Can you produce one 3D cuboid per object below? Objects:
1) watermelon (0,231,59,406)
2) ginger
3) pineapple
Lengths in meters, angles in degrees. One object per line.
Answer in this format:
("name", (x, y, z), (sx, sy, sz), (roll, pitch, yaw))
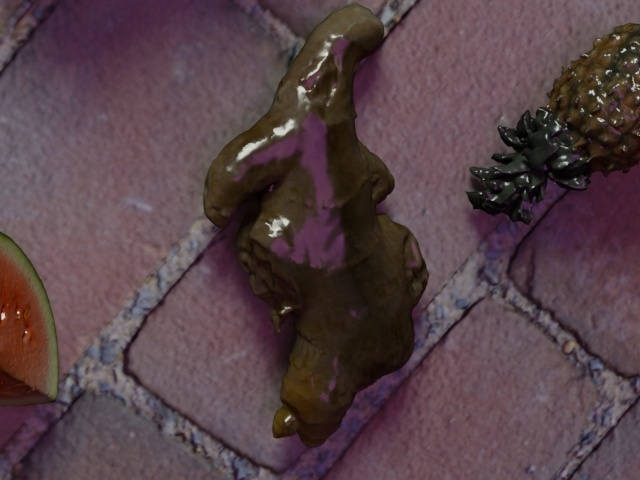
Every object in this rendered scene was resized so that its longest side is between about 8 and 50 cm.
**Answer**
("watermelon", (-0.239, 0.059, 0.899), (0.125, 0.094, 0.135), (7, 99, -13))
("ginger", (0.000, 0.002, 0.973), (0.166, 0.080, 0.333), (-19, 115, -26))
("pineapple", (0.201, -0.081, 1.017), (0.198, 0.108, 0.108), (-38, 115, 8))
